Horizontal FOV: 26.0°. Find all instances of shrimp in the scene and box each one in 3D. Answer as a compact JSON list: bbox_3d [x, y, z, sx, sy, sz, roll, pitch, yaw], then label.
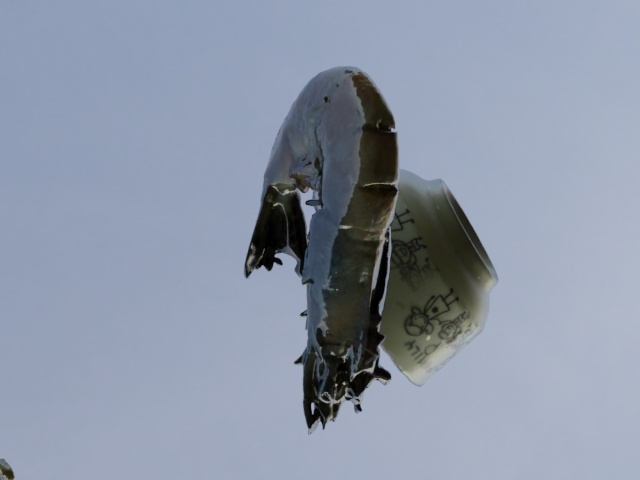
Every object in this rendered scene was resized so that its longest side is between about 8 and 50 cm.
[{"bbox_3d":[-0.007,0.000,1.114,0.075,0.178,0.289,-11,-66,-28],"label":"shrimp"}]

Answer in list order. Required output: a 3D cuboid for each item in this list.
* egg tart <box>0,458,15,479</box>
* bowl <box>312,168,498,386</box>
[{"bbox_3d":[-0.261,0.162,0.855,0.107,0.291,0.291,-38,-71,9],"label":"egg tart"},{"bbox_3d":[0.100,0.018,1.440,0.238,0.126,0.238,57,-169,-17],"label":"bowl"}]
